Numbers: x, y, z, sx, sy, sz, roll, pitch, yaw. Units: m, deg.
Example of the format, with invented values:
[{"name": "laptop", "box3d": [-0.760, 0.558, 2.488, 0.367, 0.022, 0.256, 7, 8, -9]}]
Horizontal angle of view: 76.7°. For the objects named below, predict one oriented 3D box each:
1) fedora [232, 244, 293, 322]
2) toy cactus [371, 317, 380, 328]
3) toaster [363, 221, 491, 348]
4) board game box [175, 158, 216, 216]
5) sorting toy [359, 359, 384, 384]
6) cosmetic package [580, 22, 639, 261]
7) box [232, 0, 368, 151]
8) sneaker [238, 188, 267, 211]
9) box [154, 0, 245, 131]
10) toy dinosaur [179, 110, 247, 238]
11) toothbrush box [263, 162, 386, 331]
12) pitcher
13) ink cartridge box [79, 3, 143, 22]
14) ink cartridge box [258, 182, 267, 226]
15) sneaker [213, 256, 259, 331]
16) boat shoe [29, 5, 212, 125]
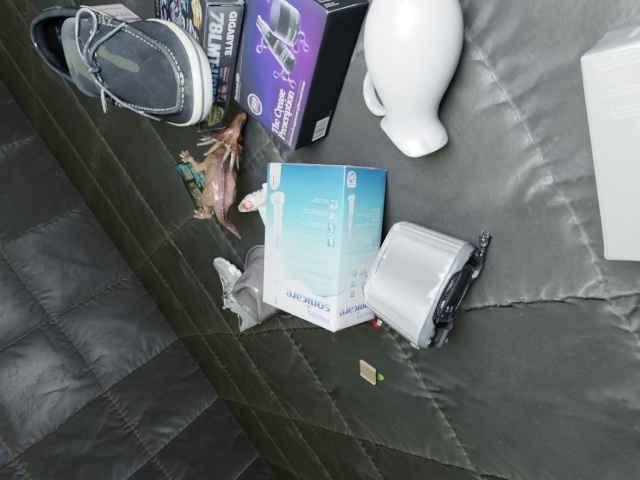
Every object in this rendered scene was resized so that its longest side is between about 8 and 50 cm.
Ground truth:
[{"name": "fedora", "box3d": [-0.183, 0.156, 1.243, 0.244, 0.124, 0.275, 48, 145, 8]}, {"name": "toy cactus", "box3d": [0.111, 0.094, 0.883, 0.180, 0.112, 0.219, 50, 155, 22]}, {"name": "toaster", "box3d": [0.177, 0.063, 0.701, 0.146, 0.129, 0.227, 27, 96, 35]}, {"name": "board game box", "box3d": [-0.388, -0.164, 1.293, 0.126, 0.026, 0.186, 5, 123, 47]}, {"name": "sorting toy", "box3d": [0.146, 0.381, 1.149, 0.083, 0.012, 0.062, 26, 132, 39]}, {"name": "cosmetic package", "box3d": [0.361, -0.098, 0.413, 0.127, 0.107, 0.238, 5, 126, 47]}, {"name": "box", "box3d": [-0.052, -0.319, 0.705, 0.184, 0.103, 0.261, 44, 144, 18]}, {"name": "sneaker", "box3d": [-0.153, -0.100, 1.030, 0.161, 0.075, 0.057, -7, 114, 52]}, {"name": "box", "box3d": [-0.248, -0.421, 0.780, 0.293, 0.073, 0.295, 62, 153, 17]}, {"name": "toy dinosaur", "box3d": [-0.238, -0.146, 0.968, 0.200, 0.127, 0.296, -4, 94, 58]}, {"name": "toothbrush box", "box3d": [0.000, 0.000, 0.801, 0.216, 0.126, 0.296, 11, 101, 44]}, {"name": "pitcher", "box3d": [0.112, -0.248, 0.570, 0.178, 0.125, 0.207, 45, 159, 38]}, {"name": "ink cartridge box", "box3d": [-0.510, -0.504, 1.025, 0.218, 0.158, 0.092, 39, 139, 19]}, {"name": "ink cartridge box", "box3d": [-0.078, -0.051, 0.966, 0.104, 0.060, 0.180, -8, 116, 23]}, {"name": "sneaker", "box3d": [-0.296, 0.188, 1.393, 0.281, 0.115, 0.105, 60, 159, -9]}, {"name": "boat shoe", "box3d": [-0.388, -0.337, 0.769, 0.500, 0.156, 0.187, 31, 130, 28]}]
